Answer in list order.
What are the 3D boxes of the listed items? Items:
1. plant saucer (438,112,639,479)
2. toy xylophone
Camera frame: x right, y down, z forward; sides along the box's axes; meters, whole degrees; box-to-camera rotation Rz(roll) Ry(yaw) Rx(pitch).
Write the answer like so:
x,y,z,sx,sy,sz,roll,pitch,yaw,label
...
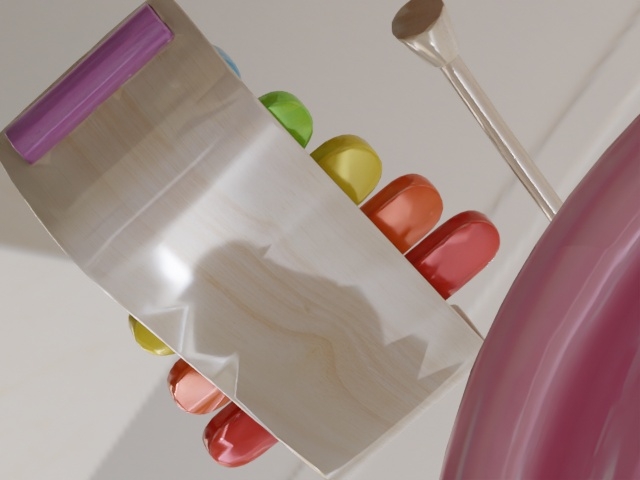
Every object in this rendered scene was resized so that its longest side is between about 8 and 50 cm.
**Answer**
x,y,z,sx,sy,sz,roll,pitch,yaw,label
0.190,0.090,0.387,0.332,0.084,0.332,0,-90,20,plant saucer
0.000,0.000,0.935,0.236,0.323,0.081,-35,-138,-1,toy xylophone
